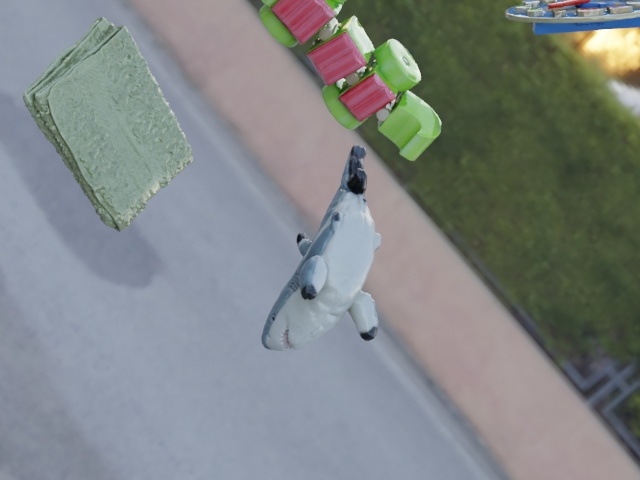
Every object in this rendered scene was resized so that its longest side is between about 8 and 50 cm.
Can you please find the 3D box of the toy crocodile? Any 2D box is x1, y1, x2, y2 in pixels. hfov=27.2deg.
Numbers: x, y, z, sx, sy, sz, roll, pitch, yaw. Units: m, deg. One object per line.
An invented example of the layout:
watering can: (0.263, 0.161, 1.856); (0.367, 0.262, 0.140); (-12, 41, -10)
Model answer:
toy crocodile: (0.019, -0.238, 1.608); (0.340, 0.115, 0.105); (51, 24, -14)

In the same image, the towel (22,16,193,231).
towel: (-0.167, -0.092, 1.056); (0.027, 0.110, 0.148); (9, -42, 46)

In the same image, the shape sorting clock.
shape sorting clock: (0.350, -0.311, 1.762); (0.206, 0.206, 0.040); (-99, -176, -69)

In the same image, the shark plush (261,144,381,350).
shark plush: (0.000, 0.000, 0.934); (0.073, 0.067, 0.161); (22, 68, -40)
